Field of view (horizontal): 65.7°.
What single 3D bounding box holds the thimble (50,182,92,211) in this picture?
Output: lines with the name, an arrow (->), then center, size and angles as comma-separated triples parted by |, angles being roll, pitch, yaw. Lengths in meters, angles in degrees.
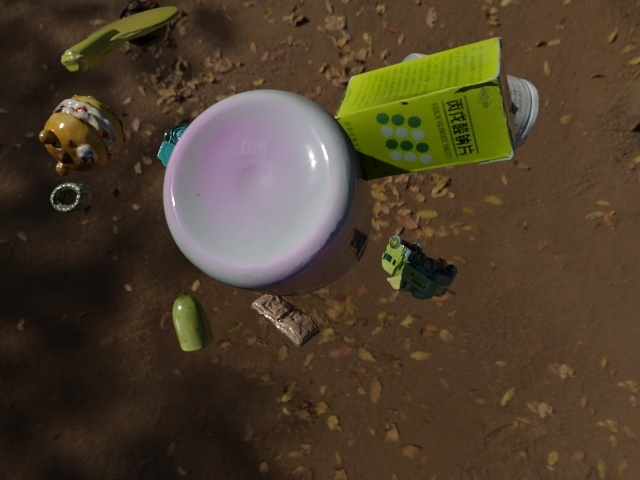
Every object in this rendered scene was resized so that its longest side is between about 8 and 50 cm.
thimble -> -0.736, -0.130, 1.470 | 0.110, 0.062, 0.084 | -27, 92, 9

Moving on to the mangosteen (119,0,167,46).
mangosteen -> -0.561, -0.693, 1.568 | 0.152, 0.152, 0.152 | -1, 74, 5

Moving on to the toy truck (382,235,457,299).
toy truck -> 0.222, 0.075, 1.160 | 0.191, 0.085, 0.116 | 40, 108, 53

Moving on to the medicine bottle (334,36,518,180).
medicine bottle -> 0.166, -0.194, 0.767 | 0.250, 0.137, 0.141 | -7, 41, 26

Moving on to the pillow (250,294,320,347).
pillow -> -0.115, 0.253, 1.650 | 0.232, 0.126, 0.043 | 36, 122, 20

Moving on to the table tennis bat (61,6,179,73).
table tennis bat -> -0.469, -0.480, 1.162 | 0.224, 0.054, 0.368 | -2, 38, 20

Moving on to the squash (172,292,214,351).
squash -> -0.435, 0.265, 1.674 | 0.123, 0.123, 0.186 | -9, 106, 2

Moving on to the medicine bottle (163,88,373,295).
medicine bottle -> -0.048, -0.043, 0.734 | 0.256, 0.325, 0.256 | -2, 79, 12

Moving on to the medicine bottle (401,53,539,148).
medicine bottle -> 0.352, -0.341, 1.241 | 0.332, 0.190, 0.190 | 6, 73, -20

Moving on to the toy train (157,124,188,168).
toy train -> -0.440, -0.291, 1.676 | 0.203, 0.112, 0.163 | 21, 87, -2

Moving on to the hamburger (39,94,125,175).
hamburger -> -0.892, -0.376, 1.834 | 0.276, 0.276, 0.237 | 18, 50, 10
